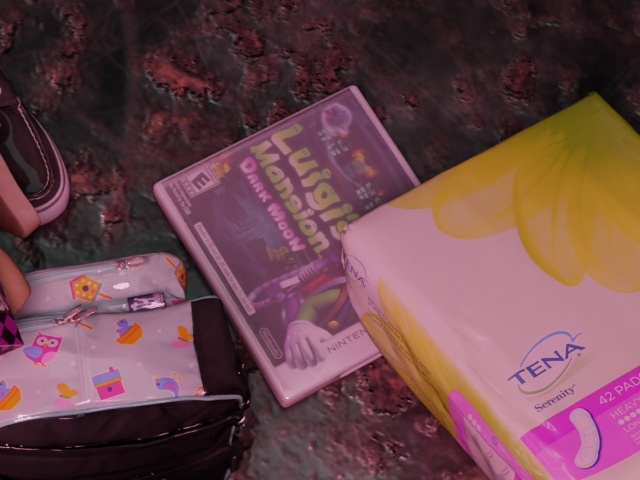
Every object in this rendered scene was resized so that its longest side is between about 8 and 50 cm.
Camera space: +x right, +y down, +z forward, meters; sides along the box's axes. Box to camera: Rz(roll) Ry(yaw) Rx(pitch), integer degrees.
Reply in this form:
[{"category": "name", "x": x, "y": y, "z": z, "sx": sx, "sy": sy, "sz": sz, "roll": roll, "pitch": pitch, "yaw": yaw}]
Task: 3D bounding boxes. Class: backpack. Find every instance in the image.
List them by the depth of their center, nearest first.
[{"category": "backpack", "x": -0.154, "y": 0.097, "z": 1.143, "sx": 0.188, "sy": 0.166, "sz": 0.144, "roll": -14, "pitch": 67, "yaw": -15}]

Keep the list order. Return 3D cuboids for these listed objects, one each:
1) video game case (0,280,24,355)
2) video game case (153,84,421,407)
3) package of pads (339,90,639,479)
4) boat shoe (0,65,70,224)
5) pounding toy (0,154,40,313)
[{"category": "video game case", "x": -0.310, "y": 0.007, "z": 1.040, "sx": 0.232, "sy": 0.042, "sz": 0.210, "roll": -24, "pitch": 82, "yaw": 16}, {"category": "video game case", "x": 0.000, "y": 0.000, "z": 1.275, "sx": 0.173, "sy": 0.022, "sz": 0.190, "roll": -28, "pitch": 72, "yaw": -16}, {"category": "package of pads", "x": 0.173, "y": 0.059, "z": 1.160, "sx": 0.229, "sy": 0.101, "sz": 0.296, "roll": -27, "pitch": 51, "yaw": -15}, {"category": "boat shoe", "x": -0.259, "y": -0.110, "z": 1.269, "sx": 0.080, "sy": 0.076, "sz": 0.228, "roll": -31, "pitch": 73, "yaw": -16}, {"category": "pounding toy", "x": -0.289, "y": -0.021, "z": 1.134, "sx": 0.155, "sy": 0.269, "sz": 0.154, "roll": -44, "pitch": 115, "yaw": -20}]
